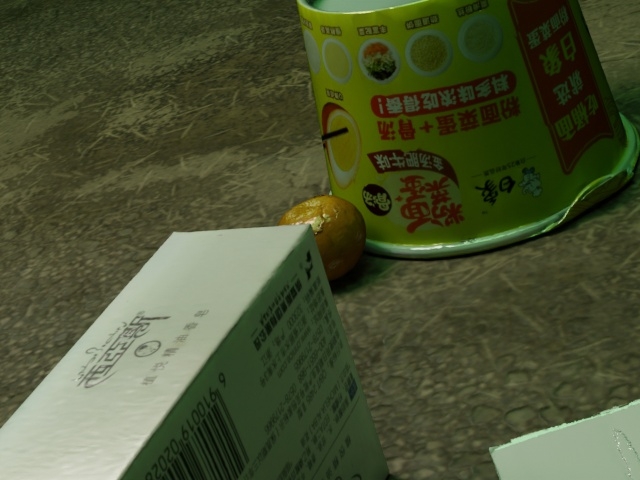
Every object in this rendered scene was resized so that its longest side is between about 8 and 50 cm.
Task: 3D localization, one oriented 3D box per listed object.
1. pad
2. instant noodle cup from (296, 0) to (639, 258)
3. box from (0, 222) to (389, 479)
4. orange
[{"bbox_3d":[0.198,0.167,0.841,0.156,0.004,0.232,-18,26,1],"label":"pad"},{"bbox_3d":[0.121,-0.153,1.260,0.311,0.221,0.311,-15,27,8],"label":"instant noodle cup"},{"bbox_3d":[-0.074,0.145,0.833,0.116,0.203,0.274,-3,31,28],"label":"box"},{"bbox_3d":[0.000,0.000,1.211,0.083,0.070,0.083,-21,26,11],"label":"orange"}]
